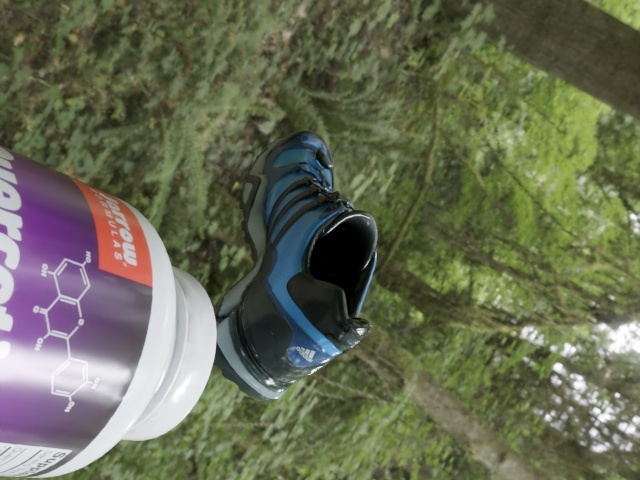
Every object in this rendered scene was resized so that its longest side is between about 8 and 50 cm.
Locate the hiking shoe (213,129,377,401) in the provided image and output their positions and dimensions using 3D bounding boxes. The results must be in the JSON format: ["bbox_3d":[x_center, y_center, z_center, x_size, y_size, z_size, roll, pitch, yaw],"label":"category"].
[{"bbox_3d":[0.000,0.000,0.666,0.132,0.113,0.304,-26,-142,28],"label":"hiking shoe"}]

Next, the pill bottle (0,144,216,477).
[{"bbox_3d":[-0.208,0.031,0.407,0.323,0.181,0.181,27,95,-52],"label":"pill bottle"}]
